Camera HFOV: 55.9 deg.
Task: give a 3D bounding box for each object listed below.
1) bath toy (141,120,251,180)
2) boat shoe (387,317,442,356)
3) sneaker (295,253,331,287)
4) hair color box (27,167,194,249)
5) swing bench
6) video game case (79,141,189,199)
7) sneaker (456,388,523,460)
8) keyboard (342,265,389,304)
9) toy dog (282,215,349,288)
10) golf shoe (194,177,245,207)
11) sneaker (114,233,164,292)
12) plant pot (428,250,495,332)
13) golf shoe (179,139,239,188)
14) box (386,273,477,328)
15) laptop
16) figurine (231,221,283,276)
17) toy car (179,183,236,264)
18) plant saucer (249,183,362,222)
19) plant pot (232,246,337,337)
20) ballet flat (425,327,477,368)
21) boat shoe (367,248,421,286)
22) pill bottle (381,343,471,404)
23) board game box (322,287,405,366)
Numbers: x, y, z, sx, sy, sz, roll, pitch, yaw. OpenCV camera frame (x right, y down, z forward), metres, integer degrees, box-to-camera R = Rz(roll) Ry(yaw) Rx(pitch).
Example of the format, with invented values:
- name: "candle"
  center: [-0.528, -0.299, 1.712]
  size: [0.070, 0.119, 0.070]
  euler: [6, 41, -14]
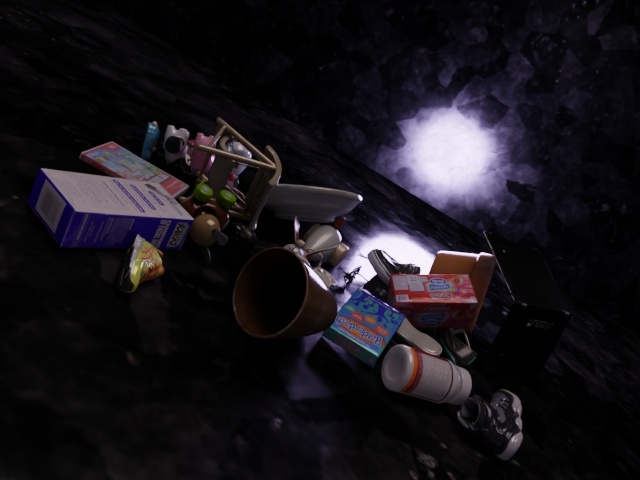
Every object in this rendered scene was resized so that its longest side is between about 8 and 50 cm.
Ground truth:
- name: "bath toy"
  center: [-0.404, -0.283, 1.980]
  size: [0.348, 0.129, 0.151]
  euler: [12, -2, -4]
- name: "boat shoe"
  center: [0.241, 0.281, 1.756]
  size: [0.254, 0.079, 0.095]
  euler: [33, 34, 32]
- name: "sneaker"
  center: [-0.048, 0.100, 1.772]
  size: [0.152, 0.084, 0.058]
  euler: [34, 61, -14]
- name: "hair color box"
  center: [-0.502, -0.070, 1.475]
  size: [0.185, 0.110, 0.339]
  euler: [42, 23, 30]
- name: "swing bench"
  center: [-0.262, -0.184, 1.832]
  size: [0.254, 0.253, 0.165]
  euler: [28, 44, -5]
- name: "video game case"
  center: [-0.560, -0.206, 1.845]
  size: [0.285, 0.025, 0.204]
  euler: [30, 19, -3]
- name: "sneaker"
  center: [0.449, 0.453, 1.611]
  size: [0.153, 0.101, 0.268]
  euler: [34, 22, 1]
- name: "keyboard"
  center: [0.171, 0.158, 2.033]
  size: [0.201, 0.033, 0.317]
  euler: [42, 20, 9]
- name: "toy dog"
  center: [0.000, 0.000, 1.966]
  size: [0.220, 0.161, 0.334]
  euler: [30, 19, -4]
- name: "golf shoe"
  center: [-0.330, -0.167, 2.026]
  size: [0.186, 0.067, 0.086]
  euler: [24, 19, -19]
- name: "sneaker"
  center: [-0.397, 0.058, 1.362]
  size: [0.094, 0.081, 0.208]
  euler: [31, 20, -19]
- name: "plant pot"
  center: [0.492, 0.161, 2.169]
  size: [0.203, 0.291, 0.291]
  euler: [20, 16, 17]
- name: "golf shoe"
  center: [-0.406, -0.241, 2.089]
  size: [0.273, 0.105, 0.120]
  euler: [34, 37, 18]
- name: "box"
  center: [0.344, 0.190, 1.887]
  size: [0.257, 0.123, 0.128]
  euler: [0, 41, -4]
- name: "laptop"
  center: [0.663, 0.230, 2.084]
  size: [0.382, 0.408, 0.236]
  euler: [13, 15, -41]
- name: "figurine"
  center: [-0.144, 0.052, 1.660]
  size: [0.209, 0.092, 0.215]
  euler: [40, -9, 36]
- name: "toy car"
  center: [-0.298, -0.030, 1.634]
  size: [0.149, 0.155, 0.188]
  euler: [14, 35, -40]
- name: "plant saucer"
  center: [-0.055, -0.124, 2.137]
  size: [0.400, 0.100, 0.400]
  euler: [6, -2, 0]
- name: "plant pot"
  center: [-0.061, 0.153, 1.487]
  size: [0.215, 0.215, 0.230]
  euler: [46, 9, 36]
- name: "ballet flat"
  center: [0.402, 0.297, 1.928]
  size: [0.095, 0.096, 0.280]
  euler: [74, -12, -45]
- name: "boat shoe"
  center: [0.308, 0.131, 2.099]
  size: [0.335, 0.119, 0.121]
  euler: [46, 22, 19]
- name: "pill bottle"
  center: [0.278, 0.354, 1.571]
  size: [0.221, 0.121, 0.121]
  euler: [21, 21, -26]
- name: "board game box"
  center: [0.122, 0.232, 1.650]
  size: [0.160, 0.047, 0.210]
  euler: [30, 36, 12]
